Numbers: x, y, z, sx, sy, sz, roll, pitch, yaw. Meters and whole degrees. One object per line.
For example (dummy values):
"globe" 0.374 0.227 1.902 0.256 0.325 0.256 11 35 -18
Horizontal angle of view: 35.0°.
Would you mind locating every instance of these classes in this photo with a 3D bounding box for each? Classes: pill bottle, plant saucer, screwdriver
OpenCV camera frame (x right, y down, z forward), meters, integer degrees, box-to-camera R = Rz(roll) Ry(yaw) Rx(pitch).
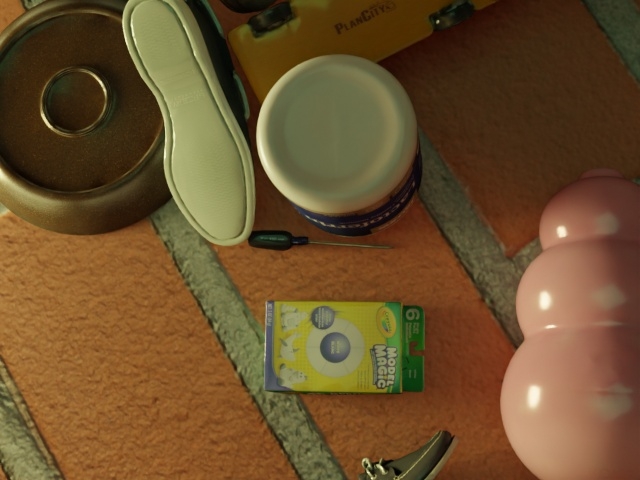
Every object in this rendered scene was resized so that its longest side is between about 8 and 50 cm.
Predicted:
"pill bottle" 0.030 -0.085 1.061 0.153 0.265 0.153 -1 83 8
"plant saucer" -0.287 -0.162 1.221 0.311 0.050 0.310 -1 82 8
"screwdriver" 0.000 0.000 1.179 0.170 0.024 0.025 0 53 0

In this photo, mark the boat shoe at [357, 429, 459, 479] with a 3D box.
"boat shoe" 0.061 0.270 1.102 0.206 0.075 0.065 -44 82 4

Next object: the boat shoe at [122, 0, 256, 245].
"boat shoe" -0.128 -0.144 1.147 0.114 0.091 0.302 -3 113 21

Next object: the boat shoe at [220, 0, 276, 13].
"boat shoe" -0.115 -0.409 1.195 0.130 0.132 0.355 -16 62 22

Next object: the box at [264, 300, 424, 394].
"box" 0.028 0.121 1.144 0.179 0.043 0.105 0 82 5

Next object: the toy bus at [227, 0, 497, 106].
"toy bus" 0.064 -0.263 1.142 0.333 0.130 0.108 -27 103 2

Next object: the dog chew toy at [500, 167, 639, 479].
"dog chew toy" 0.291 0.087 1.047 0.207 0.206 0.331 1 73 7
